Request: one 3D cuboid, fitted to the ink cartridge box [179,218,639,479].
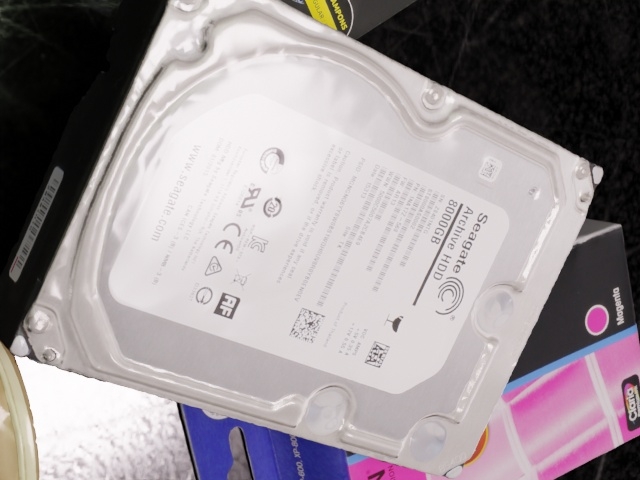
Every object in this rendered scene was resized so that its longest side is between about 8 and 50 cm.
[{"bbox_3d":[0.084,0.119,0.968,0.371,0.069,0.175,-19,106,-26],"label":"ink cartridge box"}]

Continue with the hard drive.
[{"bbox_3d":[0.000,0.000,0.796,0.339,0.064,0.237,23,95,-35],"label":"hard drive"}]

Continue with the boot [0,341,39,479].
[{"bbox_3d":[-0.255,0.086,0.734,0.165,0.077,0.213,-21,102,-32],"label":"boot"}]

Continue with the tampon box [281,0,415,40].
[{"bbox_3d":[-0.010,-0.189,0.841,0.161,0.101,0.120,-37,114,-23],"label":"tampon box"}]
